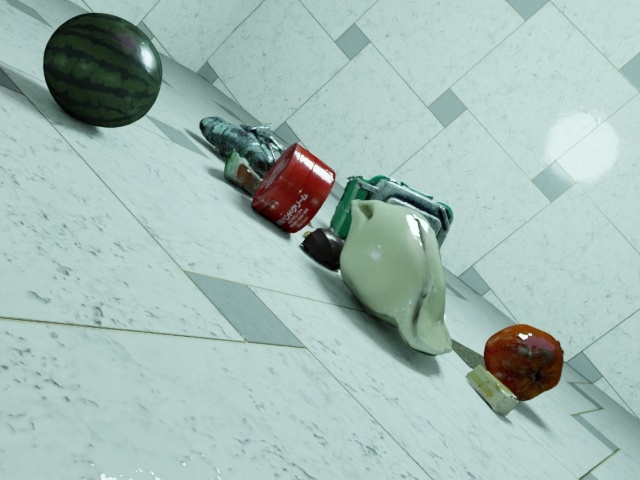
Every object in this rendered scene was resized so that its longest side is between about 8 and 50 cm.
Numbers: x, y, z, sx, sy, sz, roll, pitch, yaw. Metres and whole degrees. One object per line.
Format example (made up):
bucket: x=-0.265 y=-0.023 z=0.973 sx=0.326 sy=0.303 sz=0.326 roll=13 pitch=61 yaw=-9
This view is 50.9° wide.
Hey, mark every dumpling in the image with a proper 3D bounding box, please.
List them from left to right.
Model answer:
dumpling: x=0.192 y=0.085 z=1.435 sx=0.315 sy=0.233 sz=0.395 roll=32 pitch=24 yaw=-40

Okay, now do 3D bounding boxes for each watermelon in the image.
watermelon: x=-0.401 y=-0.312 z=1.239 sx=0.212 sy=0.212 sz=0.212 roll=36 pitch=9 yaw=-7
watermelon: x=-0.190 y=-0.157 z=1.697 sx=0.139 sy=0.071 sz=0.187 roll=44 pitch=1 yaw=3

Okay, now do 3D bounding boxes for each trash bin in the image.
trash bin: x=0.157 y=-0.050 z=1.891 sx=0.295 sy=0.259 sz=0.381 roll=23 pitch=5 yaw=-15

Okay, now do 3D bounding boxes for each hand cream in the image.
hand cream: x=-0.064 y=-0.122 z=1.593 sx=0.125 sy=0.193 sz=0.193 roll=33 pitch=10 yaw=-15

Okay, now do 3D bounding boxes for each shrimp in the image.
shrimp: x=-0.181 y=-0.265 z=1.923 sx=0.372 sy=0.172 sz=0.137 roll=30 pitch=3 yaw=5

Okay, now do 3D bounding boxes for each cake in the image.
cake: x=0.358 y=0.312 z=1.428 sx=0.121 sy=0.052 sz=0.065 roll=44 pitch=14 yaw=36

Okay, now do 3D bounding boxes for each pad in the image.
pad: x=0.410 y=0.315 z=1.752 sx=0.235 sy=0.003 sz=0.158 roll=30 pitch=12 yaw=-35

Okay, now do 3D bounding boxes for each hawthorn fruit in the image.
hawthorn fruit: x=0.488 y=0.289 z=1.645 sx=0.185 sy=0.185 sz=0.202 roll=35 pitch=5 yaw=-12

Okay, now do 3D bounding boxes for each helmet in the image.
helmet: x=0.017 y=0.015 z=1.578 sx=0.123 sy=0.070 sz=0.098 roll=26 pitch=13 yaw=-44

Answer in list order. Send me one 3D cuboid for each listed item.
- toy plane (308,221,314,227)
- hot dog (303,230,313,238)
toy plane: x=-0.076 y=-0.104 z=1.850 sx=0.188 sy=0.062 sz=0.135 roll=35 pitch=-17 yaw=-28
hot dog: x=0.000 y=0.000 z=1.700 sx=0.090 sy=0.034 sz=0.030 roll=37 pitch=10 yaw=-3
